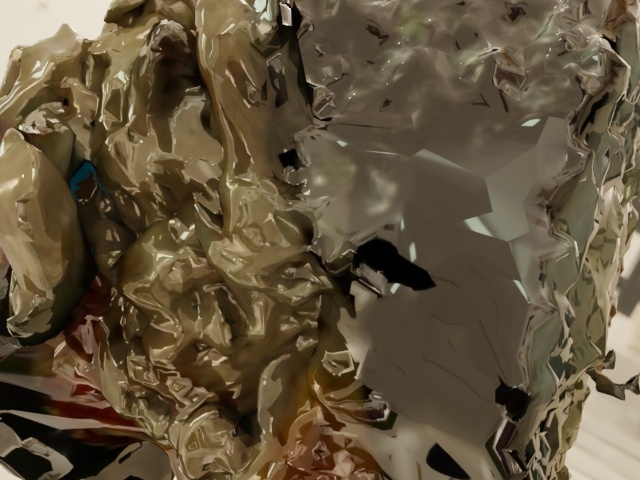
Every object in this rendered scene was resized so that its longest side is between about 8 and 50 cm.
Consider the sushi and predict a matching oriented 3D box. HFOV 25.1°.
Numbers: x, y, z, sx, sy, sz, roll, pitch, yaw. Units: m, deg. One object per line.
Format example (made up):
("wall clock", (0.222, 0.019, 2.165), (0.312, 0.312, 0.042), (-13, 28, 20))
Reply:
("sushi", (-0.005, -0.001, 0.465), (0.225, 0.218, 0.239), (-62, -29, -53))
